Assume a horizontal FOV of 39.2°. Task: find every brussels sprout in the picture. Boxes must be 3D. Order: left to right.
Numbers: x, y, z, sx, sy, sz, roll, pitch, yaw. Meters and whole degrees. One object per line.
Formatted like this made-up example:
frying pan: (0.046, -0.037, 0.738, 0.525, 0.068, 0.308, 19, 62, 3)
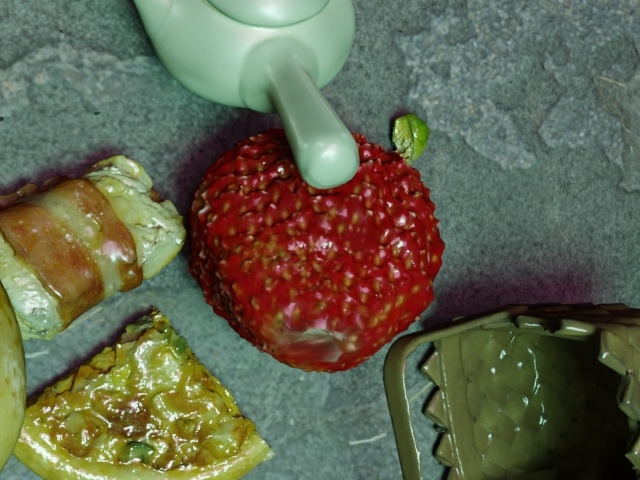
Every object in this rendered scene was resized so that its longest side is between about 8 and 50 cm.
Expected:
brussels sprout: (0.090, -0.105, 1.025, 0.051, 0.046, 0.083, 43, 83, -21)

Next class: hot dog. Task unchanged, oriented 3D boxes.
hot dog: (-0.236, 0.007, 0.852, 0.213, 0.103, 0.146, -25, 78, -31)

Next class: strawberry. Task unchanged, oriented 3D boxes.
strawberry: (0.001, 0.004, 0.876, 0.261, 0.257, 0.261, 2, 83, -14)

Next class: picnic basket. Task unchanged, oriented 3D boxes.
picnic basket: (0.218, 0.193, 0.935, 0.321, 0.291, 0.254, -11, 93, -32)

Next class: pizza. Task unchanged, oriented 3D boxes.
pizza: (-0.171, 0.166, 0.893, 0.292, 0.058, 0.197, 15, 82, -23)

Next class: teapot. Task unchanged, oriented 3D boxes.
teapot: (-0.034, -0.191, 0.858, 0.220, 0.149, 0.318, -38, 74, -26)

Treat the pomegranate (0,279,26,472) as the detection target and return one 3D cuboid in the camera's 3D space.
pomegranate: (-0.392, 0.118, 0.683, 0.342, 0.342, 0.343, 1, 88, -24)
